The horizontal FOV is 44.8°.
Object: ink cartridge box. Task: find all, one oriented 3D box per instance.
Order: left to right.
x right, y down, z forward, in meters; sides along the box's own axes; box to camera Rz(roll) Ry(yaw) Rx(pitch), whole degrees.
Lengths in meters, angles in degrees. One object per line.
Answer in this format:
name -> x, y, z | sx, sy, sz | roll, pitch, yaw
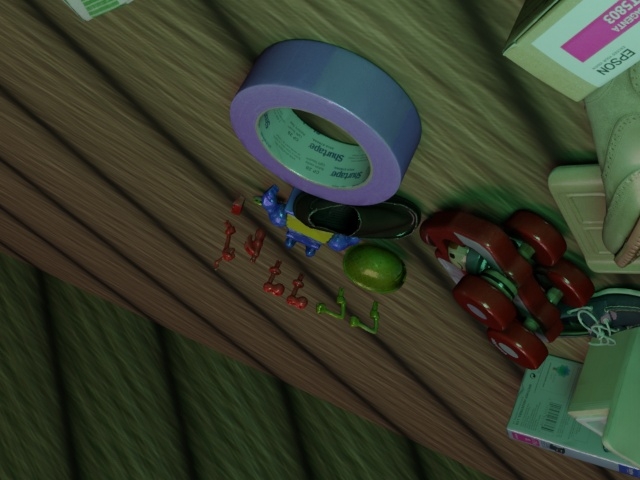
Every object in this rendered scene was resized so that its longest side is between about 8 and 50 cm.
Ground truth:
ink cartridge box -> 0.547, 0.346, 1.539 | 0.311, 0.185, 0.065 | 11, 149, 31
ink cartridge box -> 0.265, -0.245, 0.602 | 0.088, 0.193, 0.235 | 31, 157, -10

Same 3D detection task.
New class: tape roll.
tape roll -> 0.007, -0.167, 1.154 | 0.275, 0.090, 0.274 | 23, 156, 11

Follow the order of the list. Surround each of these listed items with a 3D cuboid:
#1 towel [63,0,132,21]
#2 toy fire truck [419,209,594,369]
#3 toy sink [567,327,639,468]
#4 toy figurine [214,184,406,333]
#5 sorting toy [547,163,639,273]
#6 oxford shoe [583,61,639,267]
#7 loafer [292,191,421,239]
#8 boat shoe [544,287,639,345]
towel -> -0.319, -0.416, 1.037 | 0.325, 0.038, 0.248 | -1, 144, 46
toy fire truck -> 0.277, 0.056, 1.278 | 0.254, 0.169, 0.302 | 27, 164, 51
toy sink -> 0.541, 0.286, 1.362 | 0.153, 0.234, 0.131 | 31, 156, -12
toy figurine -> 0.000, 0.000, 1.399 | 0.363, 0.191, 0.217 | 25, 152, 0
sorting toy -> 0.480, -0.032, 1.022 | 0.307, 0.041, 0.229 | 0, 145, 35
oxford shoe -> 0.364, -0.121, 0.856 | 0.146, 0.140, 0.397 | 42, 155, 30
loafer -> 0.065, -0.032, 1.291 | 0.220, 0.078, 0.080 | 3, 115, -11
boat shoe -> 0.464, 0.131, 1.314 | 0.095, 0.079, 0.255 | 42, 152, -30
